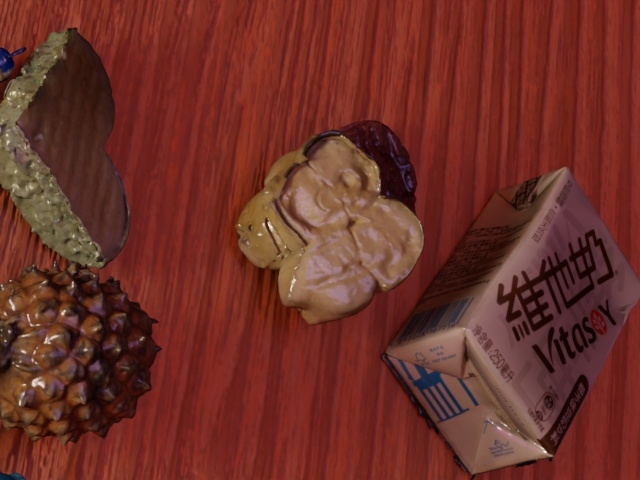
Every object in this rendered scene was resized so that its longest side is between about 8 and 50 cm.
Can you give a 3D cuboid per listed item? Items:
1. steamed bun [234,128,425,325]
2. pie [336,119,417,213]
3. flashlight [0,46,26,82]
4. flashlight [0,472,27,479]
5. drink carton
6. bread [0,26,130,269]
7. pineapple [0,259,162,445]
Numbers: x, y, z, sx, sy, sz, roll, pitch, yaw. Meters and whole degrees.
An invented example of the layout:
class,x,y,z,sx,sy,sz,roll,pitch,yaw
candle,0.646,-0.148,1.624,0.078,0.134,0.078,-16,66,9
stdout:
class,x,y,z,sx,sy,sz,roll,pitch,yaw
steamed bun,0.000,0.000,2.025,0.177,0.106,0.192,43,61,-9
pie,0.053,-0.063,2.148,0.153,0.038,0.153,21,61,-43
flashlight,-0.327,-0.148,1.783,0.121,0.057,0.035,-31,100,-37
flashlight,-0.309,0.229,1.673,0.129,0.051,0.051,-5,80,-52
drink carton,0.232,0.092,2.210,0.194,0.132,0.324,55,44,-18
bread,-0.253,-0.084,1.812,0.172,0.064,0.232,1,78,-59
pineapple,-0.240,0.098,1.696,0.193,0.166,0.166,7,71,-58
